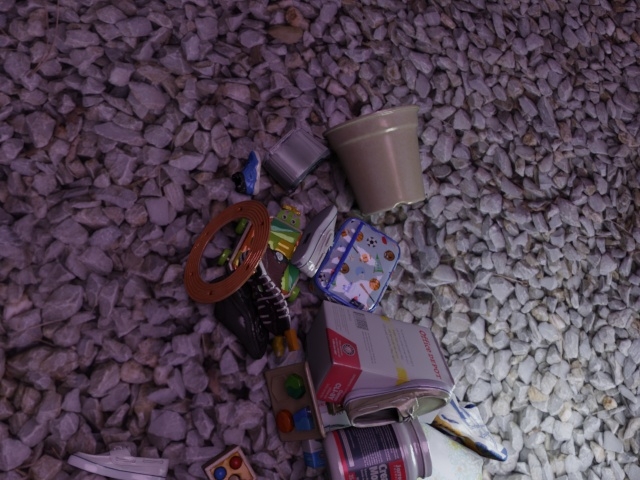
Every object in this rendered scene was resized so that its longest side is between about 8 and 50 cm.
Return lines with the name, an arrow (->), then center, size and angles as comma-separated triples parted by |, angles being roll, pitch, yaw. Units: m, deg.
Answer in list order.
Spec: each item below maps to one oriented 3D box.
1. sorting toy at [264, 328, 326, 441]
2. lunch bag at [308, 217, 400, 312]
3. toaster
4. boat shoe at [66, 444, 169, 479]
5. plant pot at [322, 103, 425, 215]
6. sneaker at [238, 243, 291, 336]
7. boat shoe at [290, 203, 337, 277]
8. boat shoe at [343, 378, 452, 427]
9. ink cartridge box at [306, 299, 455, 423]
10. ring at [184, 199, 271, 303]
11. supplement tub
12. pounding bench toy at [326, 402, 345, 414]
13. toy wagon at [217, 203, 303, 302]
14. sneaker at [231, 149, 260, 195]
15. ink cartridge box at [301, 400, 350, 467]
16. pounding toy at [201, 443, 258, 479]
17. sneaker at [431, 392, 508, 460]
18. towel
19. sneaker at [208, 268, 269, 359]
sorting toy -> -0.095, 0.418, 1.656 | 0.041, 0.229, 0.307 | -6, 77, -40
lunch bag -> 0.106, 0.090, 1.887 | 0.243, 0.115, 0.303 | 33, 66, -7
toaster -> -0.088, -0.263, 1.906 | 0.146, 0.129, 0.227 | 43, 68, 0
boat shoe -> -0.530, 0.584, 1.535 | 0.258, 0.095, 0.084 | 23, 64, -24
plant pot -> 0.205, -0.252, 1.930 | 0.334, 0.334, 0.305 | -17, 93, -23
sneaker -> -0.125, 0.133, 1.723 | 0.162, 0.106, 0.281 | -39, 113, -54
boat shoe -> 0.000, 0.000, 1.823 | 0.088, 0.096, 0.267 | 46, 46, -22
boat shoe -> 0.215, 0.455, 1.577 | 0.302, 0.094, 0.109 | -8, 122, -1
ink cartridge box -> 0.169, 0.363, 1.734 | 0.385, 0.160, 0.279 | 16, 28, -15
ring -> -0.265, 0.032, 1.669 | 0.032, 0.337, 0.336 | 40, 62, -40
supplement tub -> 0.152, 0.598, 1.601 | 0.272, 0.191, 0.191 | -12, 79, -7
pounding bench toy -> 0.062, 0.473, 1.689 | 0.065, 0.083, 0.052 | -8, 76, -22
toy wagon -> -0.151, 0.026, 1.832 | 0.267, 0.068, 0.344 | 29, 68, -11
sneaker -> -0.242, -0.223, 1.873 | 0.085, 0.058, 0.152 | 6, 80, -28
ink cartridge box -> 0.012, 0.564, 1.736 | 0.140, 0.082, 0.190 | -8, 80, -22
pounding toy -> -0.234, 0.655, 1.609 | 0.130, 0.100, 0.141 | -30, 87, -24
sneaker -> 0.504, 0.606, 1.889 | 0.296, 0.112, 0.131 | 36, 62, -10
towel -> 0.342, 0.749, 1.742 | 0.320, 0.090, 0.374 | 34, 42, -13
sneaker -> -0.244, 0.226, 1.730 | 0.286, 0.130, 0.109 | 70, 21, -10
